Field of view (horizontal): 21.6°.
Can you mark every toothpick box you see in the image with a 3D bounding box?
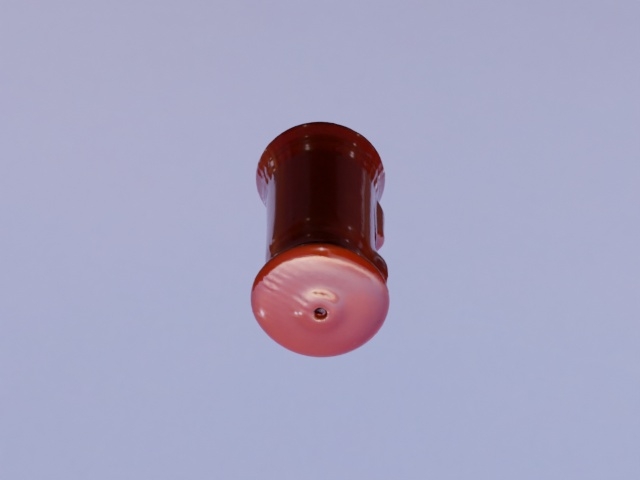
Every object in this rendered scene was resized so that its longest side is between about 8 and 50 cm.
[{"bbox_3d":[0.000,0.000,0.569,0.047,0.047,0.083,7,-146,-5],"label":"toothpick box"}]
